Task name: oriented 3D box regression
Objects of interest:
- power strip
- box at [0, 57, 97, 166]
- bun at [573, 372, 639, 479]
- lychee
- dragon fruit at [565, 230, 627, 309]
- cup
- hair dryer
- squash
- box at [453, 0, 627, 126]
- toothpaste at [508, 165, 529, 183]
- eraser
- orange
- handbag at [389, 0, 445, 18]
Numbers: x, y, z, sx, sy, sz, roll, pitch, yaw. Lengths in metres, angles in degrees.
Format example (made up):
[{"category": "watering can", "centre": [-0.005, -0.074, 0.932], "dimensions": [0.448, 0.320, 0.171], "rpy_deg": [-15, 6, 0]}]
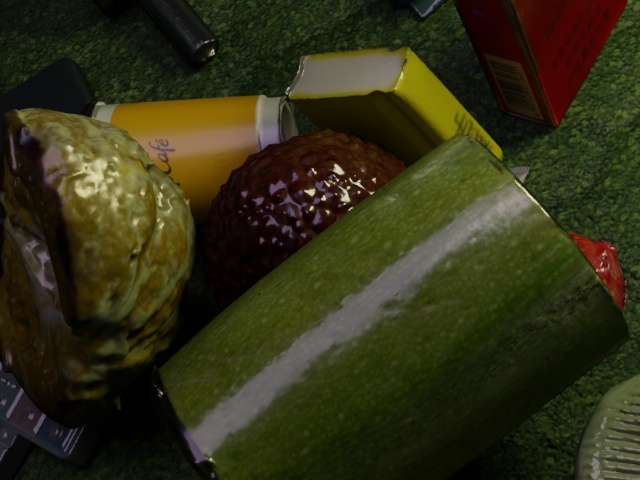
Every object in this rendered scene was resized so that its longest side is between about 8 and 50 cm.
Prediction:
[{"category": "power strip", "centre": [-0.357, 0.217, 1.799], "dimensions": [0.216, 0.061, 0.145], "rpy_deg": [22, 77, 34]}, {"category": "box", "centre": [-0.361, -0.132, 2.020], "dimensions": [0.160, 0.050, 0.230], "rpy_deg": [-32, 52, 2]}, {"category": "bun", "centre": [0.353, 0.219, 1.438], "dimensions": [0.221, 0.108, 0.221], "rpy_deg": [-9, 65, 19]}, {"category": "lychee", "centre": [0.000, 0.000, 1.650], "dimensions": [0.261, 0.260, 0.260], "rpy_deg": [-12, 56, 18]}, {"category": "dragon fruit", "centre": [0.249, 0.035, 1.601], "dimensions": [0.153, 0.111, 0.153], "rpy_deg": [-9, 59, 16]}, {"category": "cup", "centre": [-0.166, -0.090, 1.829], "dimensions": [0.280, 0.196, 0.196], "rpy_deg": [-7, 57, 10]}, {"category": "hair dryer", "centre": [-0.192, -0.372, 2.079], "dimensions": [0.244, 0.116, 0.302], "rpy_deg": [-38, 63, -1]}, {"category": "squash", "centre": [0.058, 0.108, 1.420], "dimensions": [0.384, 0.263, 0.263], "rpy_deg": [-38, 52, -2]}, {"category": "box", "centre": [0.240, -0.298, 1.685], "dimensions": [0.089, 0.313, 0.197], "rpy_deg": [21, 70, 31]}, {"category": "toothpaste", "centre": [0.171, 0.004, 1.694], "dimensions": [0.089, 0.057, 0.234], "rpy_deg": [-1, 53, 26]}, {"category": "eraser", "centre": [0.089, -0.132, 1.697], "dimensions": [0.158, 0.226, 0.069], "rpy_deg": [-1, 61, 38]}, {"category": "orange", "centre": [-0.244, 0.029, 1.649], "dimensions": [0.210, 0.368, 0.271], "rpy_deg": [-5, 40, -23]}, {"category": "handbag", "centre": [0.114, -0.404, 1.975], "dimensions": [0.179, 0.062, 0.229], "rpy_deg": [-43, 52, -2]}]
